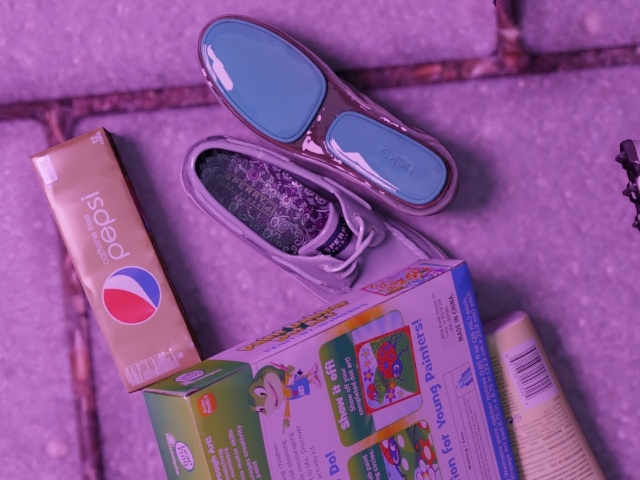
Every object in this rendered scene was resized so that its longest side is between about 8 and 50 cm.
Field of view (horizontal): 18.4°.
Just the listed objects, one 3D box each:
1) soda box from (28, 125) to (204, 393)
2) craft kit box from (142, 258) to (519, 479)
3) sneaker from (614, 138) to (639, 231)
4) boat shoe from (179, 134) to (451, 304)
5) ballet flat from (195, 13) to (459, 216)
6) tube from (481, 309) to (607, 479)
[{"bbox_3d":[-0.142,0.014,1.395,0.058,0.061,0.181,-22,90,-1],"label":"soda box"},{"bbox_3d":[0.023,0.169,1.311,0.247,0.061,0.250,-24,106,-38],"label":"craft kit box"},{"bbox_3d":[0.286,0.032,1.393,0.106,0.078,0.234,-14,88,2],"label":"sneaker"},{"bbox_3d":[0.000,-0.001,1.387,0.227,0.081,0.079,30,89,-1],"label":"boat shoe"},{"bbox_3d":[0.004,-0.083,1.396,0.213,0.068,0.072,34,91,5],"label":"ballet flat"},{"bbox_3d":[0.164,0.170,1.405,0.070,0.062,0.240,-21,96,40],"label":"tube"}]
